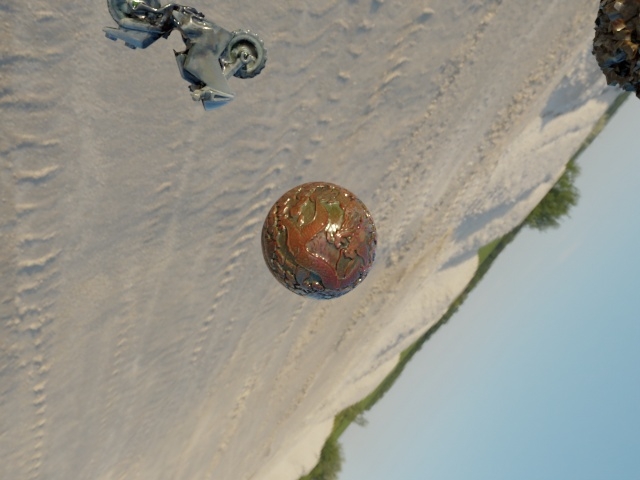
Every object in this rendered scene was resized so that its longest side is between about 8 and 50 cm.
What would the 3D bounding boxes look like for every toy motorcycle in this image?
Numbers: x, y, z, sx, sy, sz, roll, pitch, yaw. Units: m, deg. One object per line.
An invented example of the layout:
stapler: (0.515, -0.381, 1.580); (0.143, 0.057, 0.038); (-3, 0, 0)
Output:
toy motorcycle: (-0.228, -0.315, 0.988); (0.159, 0.270, 0.106); (-67, -156, 14)

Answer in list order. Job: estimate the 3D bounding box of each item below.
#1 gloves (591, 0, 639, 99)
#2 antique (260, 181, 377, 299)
gloves: (0.325, -0.116, 0.347); (0.210, 0.312, 0.135); (-54, 138, -14)
antique: (0.000, 0.000, 0.497); (0.104, 0.104, 0.104); (-46, 166, -15)
